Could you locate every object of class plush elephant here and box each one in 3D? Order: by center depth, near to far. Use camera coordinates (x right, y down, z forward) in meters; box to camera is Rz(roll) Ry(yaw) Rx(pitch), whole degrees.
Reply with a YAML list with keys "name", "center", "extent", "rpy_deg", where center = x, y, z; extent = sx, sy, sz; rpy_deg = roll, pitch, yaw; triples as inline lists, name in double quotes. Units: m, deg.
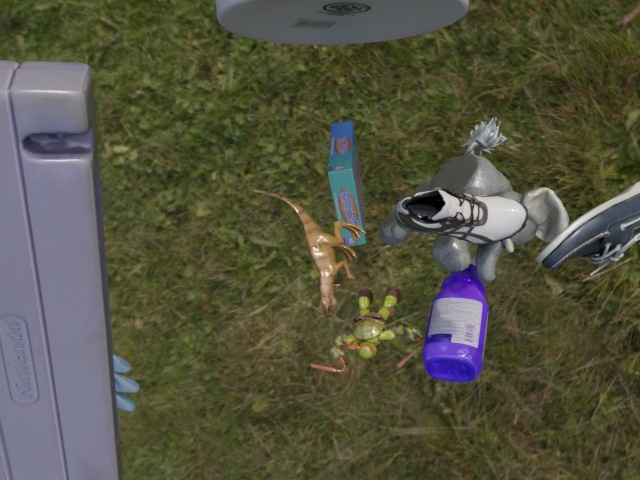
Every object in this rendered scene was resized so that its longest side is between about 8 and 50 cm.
- name: "plush elephant"
  center: [0.328, -0.042, 1.308]
  extent: [0.330, 0.255, 0.272]
  rpy_deg: [-56, 27, -11]

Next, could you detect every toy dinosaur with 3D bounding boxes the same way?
- name: "toy dinosaur"
  center: [0.000, 0.000, 0.910]
  extent: [0.064, 0.112, 0.211]
  rpy_deg: [-42, 65, 48]

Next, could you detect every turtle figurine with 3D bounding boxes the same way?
- name: "turtle figurine"
  center: [0.104, 0.195, 1.464]
  extent: [0.270, 0.217, 0.087]
  rpy_deg: [-18, 119, 25]

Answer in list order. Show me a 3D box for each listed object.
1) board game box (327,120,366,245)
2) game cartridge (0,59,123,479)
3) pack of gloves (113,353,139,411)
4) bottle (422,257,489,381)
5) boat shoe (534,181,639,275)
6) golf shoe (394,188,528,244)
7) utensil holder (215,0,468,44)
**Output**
- name: "board game box"
  center: [0.053, -0.112, 1.240]
  extent: [0.047, 0.210, 0.160]
  rpy_deg: [-7, 124, 8]
- name: "game cartridge"
  center: [-0.249, 0.062, 0.404]
  extent: [0.068, 0.230, 0.355]
  rpy_deg: [-107, 21, -55]
- name: "pack of gloves"
  center: [-0.298, 0.141, 0.649]
  extent: [0.232, 0.046, 0.195]
  rpy_deg: [30, 114, -4]
- name: "bottle"
  center: [0.285, 0.154, 1.337]
  extent: [0.118, 0.283, 0.092]
  rpy_deg: [2, 133, 19]
- name: "boat shoe"
  center: [0.417, -0.012, 0.938]
  extent: [0.079, 0.255, 0.095]
  rpy_deg: [57, 151, 12]
- name: "golf shoe"
  center: [0.209, -0.037, 0.964]
  extent: [0.198, 0.094, 0.077]
  rpy_deg: [0, 82, 10]
- name: "utensil holder"
  center: [0.022, -0.455, 0.764]
  extent: [0.328, 0.328, 0.385]
  rpy_deg: [1, 96, 30]
